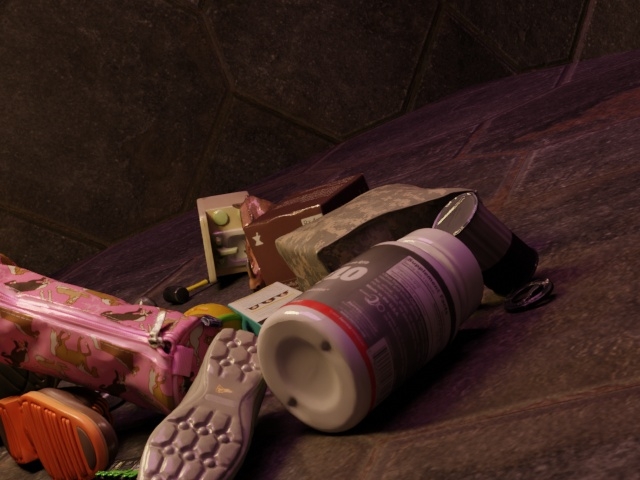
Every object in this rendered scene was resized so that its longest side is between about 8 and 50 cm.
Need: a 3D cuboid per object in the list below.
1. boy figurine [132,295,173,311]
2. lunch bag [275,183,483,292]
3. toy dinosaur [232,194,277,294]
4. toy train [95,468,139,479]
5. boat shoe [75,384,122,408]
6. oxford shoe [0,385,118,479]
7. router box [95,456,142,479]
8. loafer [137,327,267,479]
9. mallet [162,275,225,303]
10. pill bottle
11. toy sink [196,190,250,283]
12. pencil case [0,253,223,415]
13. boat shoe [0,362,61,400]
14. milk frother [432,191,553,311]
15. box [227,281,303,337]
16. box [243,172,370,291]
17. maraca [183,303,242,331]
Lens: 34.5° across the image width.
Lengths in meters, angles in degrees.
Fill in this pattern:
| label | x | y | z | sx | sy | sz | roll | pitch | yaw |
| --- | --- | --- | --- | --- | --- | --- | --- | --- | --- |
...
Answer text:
| label | x | y | z | sx | sy | sz | roll | pitch | yaw |
| --- | --- | --- | --- | --- | --- | --- | --- | --- | --- |
| boy figurine | -0.303 | 0.160 | 1.702 | 0.092 | 0.177 | 0.285 | -59 | 3 | 2 |
| lunch bag | 0.105 | 0.006 | 1.640 | 0.287 | 0.169 | 0.235 | -29 | 12 | -15 |
| toy dinosaur | -0.112 | -0.017 | 2.046 | 0.127 | 0.296 | 0.200 | -44 | -36 | 14 |
| toy train | -0.228 | 0.271 | 1.180 | 0.083 | 0.017 | 0.023 | -10 | 6 | 44 |
| boat shoe | -0.378 | 0.209 | 1.772 | 0.109 | 0.094 | 0.302 | -23 | 11 | -10 |
| oxford shoe | -0.347 | 0.250 | 1.445 | 0.132 | 0.130 | 0.363 | -19 | 9 | -32 |
| router box | -0.229 | 0.297 | 1.205 | 0.092 | 0.038 | 0.122 | -16 | 12 | 28 |
| loafer | -0.130 | 0.230 | 1.201 | 0.112 | 0.111 | 0.319 | 17 | 33 | 8 |
| mallet | -0.266 | 0.094 | 2.292 | 0.062 | 0.039 | 0.189 | -5 | 15 | 46 |
| pill bottle | 0.070 | 0.098 | 1.267 | 0.161 | 0.161 | 0.283 | -11 | 15 | 44 |
| toy sink | -0.197 | -0.012 | 2.288 | 0.131 | 0.153 | 0.234 | -10 | 12 | -6 |
| pencil case | -0.331 | 0.135 | 1.464 | 0.386 | 0.167 | 0.160 | 14 | 25 | 18 |
| boat shoe | -0.544 | 0.262 | 1.718 | 0.324 | 0.123 | 0.120 | -26 | 8 | 21 |
| milk frother | 0.235 | 0.021 | 1.394 | 0.143 | 0.134 | 0.129 | -10 | 46 | 57 |
| box | -0.071 | 0.126 | 1.677 | 0.100 | 0.060 | 0.244 | -25 | 11 | -14 |
| box | 0.000 | 0.000 | 1.871 | 0.168 | 0.167 | 0.203 | -15 | 13 | 30 |
| maraca | -0.180 | 0.158 | 1.656 | 0.127 | 0.099 | 0.186 | -26 | -14 | -5 |
